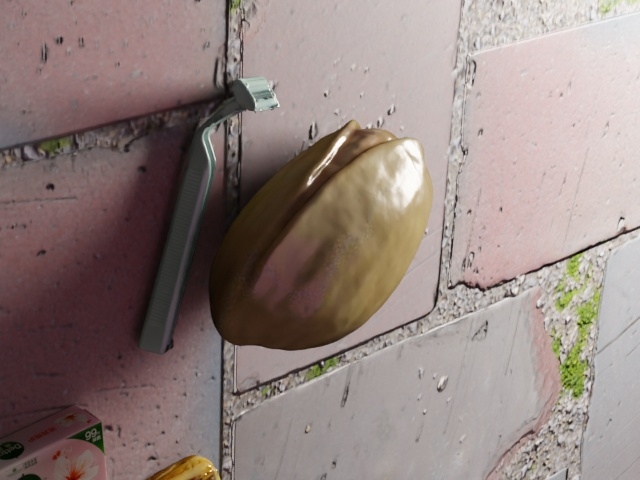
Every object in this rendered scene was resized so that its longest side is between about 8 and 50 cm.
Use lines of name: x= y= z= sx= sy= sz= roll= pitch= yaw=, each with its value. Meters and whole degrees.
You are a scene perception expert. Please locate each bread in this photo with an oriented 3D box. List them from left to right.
bread: x=-0.149 y=0.267 z=1.422 sx=0.111 sy=0.044 sz=0.083 roll=-25 pitch=129 yaw=-35

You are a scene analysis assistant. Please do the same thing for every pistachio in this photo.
pistachio: x=0.000 y=0.000 z=1.352 sx=0.293 sy=0.162 sz=0.181 roll=-44 pitch=149 yaw=-30

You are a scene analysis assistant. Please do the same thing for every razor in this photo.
razor: x=-0.118 y=-0.025 z=1.312 sx=0.111 sy=0.056 sz=0.278 roll=-44 pitch=157 yaw=-79

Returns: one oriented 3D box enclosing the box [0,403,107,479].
box: x=-0.258 y=0.217 z=1.282 sx=0.125 sy=0.043 sz=0.089 roll=-25 pitch=125 yaw=-37
